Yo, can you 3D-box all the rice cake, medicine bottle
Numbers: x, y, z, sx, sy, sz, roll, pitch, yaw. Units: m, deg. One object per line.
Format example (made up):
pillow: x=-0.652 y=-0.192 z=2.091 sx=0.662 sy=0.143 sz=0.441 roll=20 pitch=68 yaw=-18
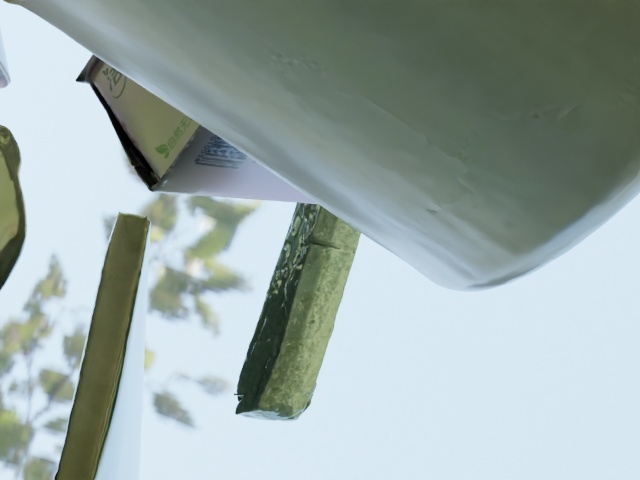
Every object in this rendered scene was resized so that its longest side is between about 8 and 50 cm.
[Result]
rice cake: x=0.000 y=0.000 z=1.107 sx=0.045 sy=0.042 sz=0.245 roll=17 pitch=-90 yaw=-33
medicine bottle: x=0.017 y=-0.140 z=0.525 sx=0.232 sy=0.238 sz=0.238 roll=33 pitch=-130 yaw=-13

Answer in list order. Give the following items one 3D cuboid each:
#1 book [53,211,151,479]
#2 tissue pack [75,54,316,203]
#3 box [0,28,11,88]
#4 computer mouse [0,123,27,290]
book: x=-0.147 y=0.200 z=1.141 sx=0.031 sy=0.379 sz=0.264 roll=7 pitch=-134 yaw=-1
tissue pack: x=0.006 y=-0.136 z=0.896 sx=0.148 sy=0.246 sz=0.092 roll=4 pitch=-138 yaw=-49
box: x=-0.468 y=-0.247 z=1.347 sx=0.385 sy=0.122 sz=0.344 roll=-15 pitch=-106 yaw=4
computer mouse: x=-0.303 y=0.034 z=0.986 sx=0.095 sy=0.197 sz=0.331 roll=19 pitch=-132 yaw=32
